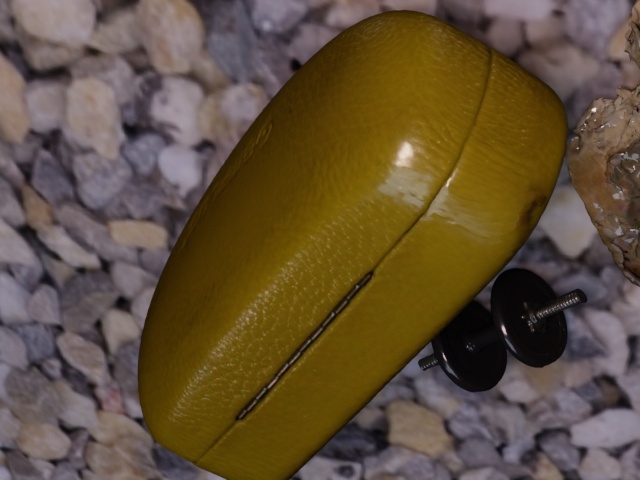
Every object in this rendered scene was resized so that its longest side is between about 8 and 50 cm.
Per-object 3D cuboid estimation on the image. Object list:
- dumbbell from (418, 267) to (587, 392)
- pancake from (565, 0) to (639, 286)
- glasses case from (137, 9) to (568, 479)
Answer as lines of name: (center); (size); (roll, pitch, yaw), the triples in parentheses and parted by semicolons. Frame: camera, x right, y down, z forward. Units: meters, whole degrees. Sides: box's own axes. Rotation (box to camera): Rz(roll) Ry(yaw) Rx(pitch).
dumbbell: (0.118, 0.060, 1.160); (0.069, 0.069, 0.147); (40, 136, -22)
pancake: (0.322, -0.040, 0.963); (0.382, 0.071, 0.382); (13, 140, 11)
glasses case: (0.000, 0.000, 1.061); (0.141, 0.173, 0.371); (29, 137, -11)
